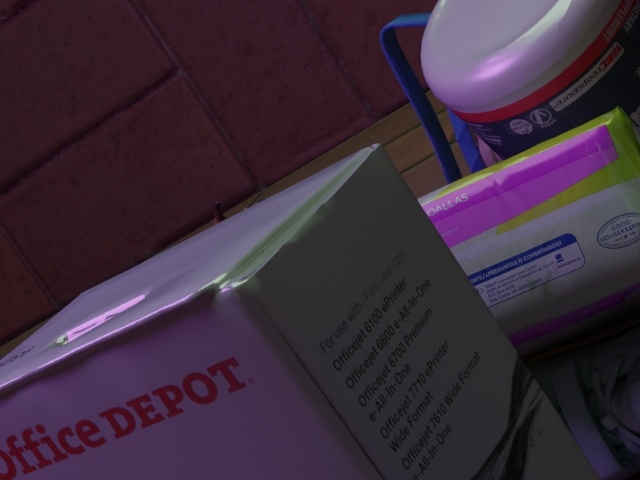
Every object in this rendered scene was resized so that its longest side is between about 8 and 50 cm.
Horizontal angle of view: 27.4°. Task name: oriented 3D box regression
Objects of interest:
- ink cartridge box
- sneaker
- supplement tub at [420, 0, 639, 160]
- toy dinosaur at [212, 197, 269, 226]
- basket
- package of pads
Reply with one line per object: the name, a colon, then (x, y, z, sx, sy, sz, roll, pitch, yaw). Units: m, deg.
ink cartridge box: (0.005, 0.143, 0.600, 0.223, 0.307, 0.129, -25, 14, 39)
sneaker: (0.166, 0.102, 0.785, 0.255, 0.094, 0.151, -32, -9, 3)
supplement tub: (0.230, -0.117, 1.058, 0.191, 0.272, 0.191, -35, 33, 27)
toy dinosaur: (0.000, 0.000, 1.558, 0.295, 0.200, 0.127, -29, 12, 26)
basket: (0.210, -0.143, 1.412, 0.201, 0.255, 0.289, -42, 24, -28)
package of pads: (0.129, 0.024, 0.852, 0.229, 0.101, 0.296, -24, -14, 12)
